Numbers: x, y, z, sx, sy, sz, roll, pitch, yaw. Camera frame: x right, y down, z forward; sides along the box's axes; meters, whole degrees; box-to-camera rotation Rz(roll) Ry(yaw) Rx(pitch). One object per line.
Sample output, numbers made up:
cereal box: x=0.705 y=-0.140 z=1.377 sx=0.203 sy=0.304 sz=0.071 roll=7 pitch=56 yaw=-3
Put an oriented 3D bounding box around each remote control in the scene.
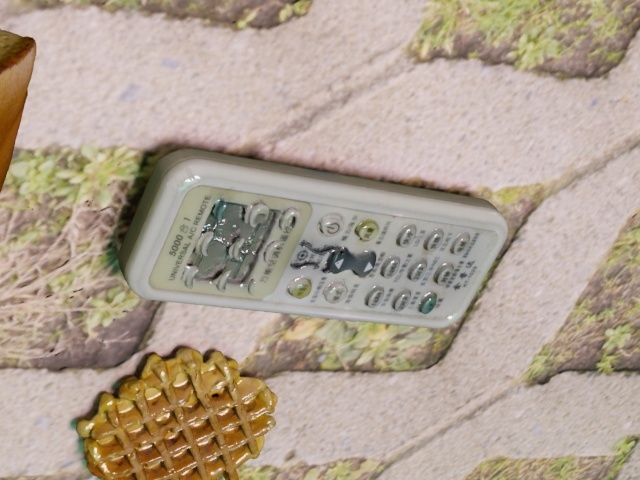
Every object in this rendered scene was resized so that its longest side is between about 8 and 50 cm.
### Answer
remote control: x=0.000 y=0.000 z=1.162 sx=0.335 sy=0.065 sz=0.128 roll=8 pitch=123 yaw=-34

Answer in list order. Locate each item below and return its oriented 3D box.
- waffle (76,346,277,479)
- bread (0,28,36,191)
waffle: x=-0.124 y=0.172 z=1.250 sx=0.191 sy=0.038 sz=0.191 roll=-15 pitch=130 yaw=-19
bread: x=-0.285 y=0.021 z=0.941 sx=0.138 sy=0.077 sz=0.361 roll=-52 pitch=170 yaw=-52
